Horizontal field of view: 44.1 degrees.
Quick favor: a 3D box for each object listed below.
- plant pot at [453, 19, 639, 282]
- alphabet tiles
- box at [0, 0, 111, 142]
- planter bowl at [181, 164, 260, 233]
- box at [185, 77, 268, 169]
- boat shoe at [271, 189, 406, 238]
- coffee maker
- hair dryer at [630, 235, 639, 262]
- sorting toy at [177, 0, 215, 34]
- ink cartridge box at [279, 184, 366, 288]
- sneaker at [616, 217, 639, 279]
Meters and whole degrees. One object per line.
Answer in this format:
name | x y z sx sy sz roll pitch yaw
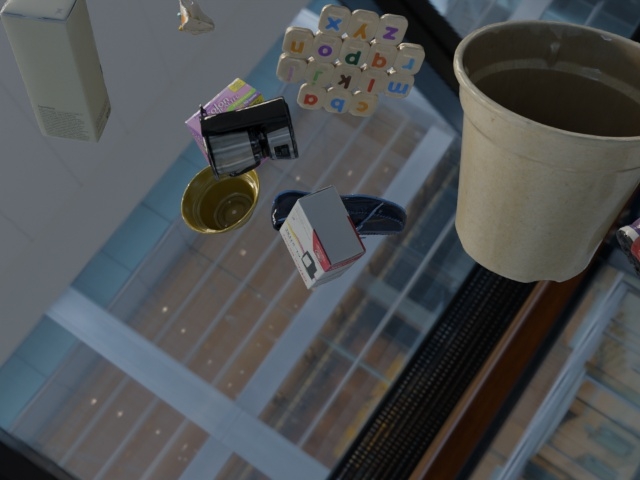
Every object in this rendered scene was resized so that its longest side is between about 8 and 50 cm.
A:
plant pot | 0.337 -0.114 1.179 0.334 0.334 0.305 -45 -29 -43
alphabet tiles | 0.059 -0.361 1.607 0.278 0.284 0.021 109 163 -54
box | -0.441 -0.296 1.344 0.275 0.113 0.094 96 -177 -53
planter bowl | -0.234 -0.091 1.993 0.217 0.217 0.090 -55 -34 -12
box | -0.254 -0.321 2.387 0.213 0.117 0.243 -43 -34 -14
boat shoe | 0.034 -0.029 1.513 0.109 0.259 0.089 79 -162 -49
coffee maker | -0.144 -0.221 1.567 0.178 0.171 0.120 -15 -11 -2
hair dryer | 0.479 0.123 1.035 0.080 0.293 0.223 -3 -20 -28
sorting toy | -0.262 -0.461 1.597 0.045 0.075 0.083 -19 -10 30
ink cartridge box | 0.000 0.000 1.367 0.072 0.127 0.175 -23 -10 -19
sneaker | 0.621 0.070 1.328 0.124 0.283 0.107 -32 18 6
